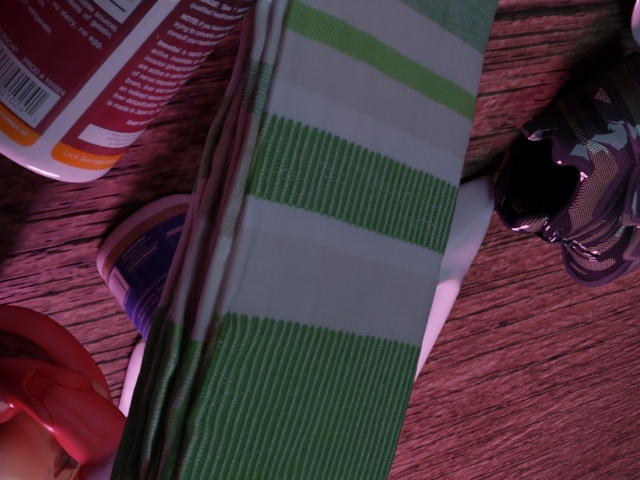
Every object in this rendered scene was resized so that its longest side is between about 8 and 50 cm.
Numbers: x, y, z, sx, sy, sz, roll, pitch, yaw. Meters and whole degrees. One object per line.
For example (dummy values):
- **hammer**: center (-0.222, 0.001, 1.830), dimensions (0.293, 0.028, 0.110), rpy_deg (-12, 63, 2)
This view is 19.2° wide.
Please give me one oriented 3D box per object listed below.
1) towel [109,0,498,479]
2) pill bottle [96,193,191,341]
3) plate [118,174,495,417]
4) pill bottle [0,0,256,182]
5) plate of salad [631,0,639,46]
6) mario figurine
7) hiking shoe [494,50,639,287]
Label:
- **towel**: center (0.000, 0.000, 0.858), dimensions (0.248, 0.038, 0.325), rpy_deg (16, 86, -64)
- **pill bottle**: center (-0.058, 0.040, 0.977), dimensions (0.067, 0.120, 0.067), rpy_deg (-31, 158, -14)
- **plate**: center (-0.014, 0.094, 1.261), dimensions (0.277, 0.045, 0.278), rpy_deg (-24, 155, -27)
- **pill bottle**: center (-0.071, -0.101, 0.719), dimensions (0.152, 0.086, 0.086), rpy_deg (-46, 157, 22)
- **plate of salad**: center (0.273, -0.179, 1.139), dimensions (0.200, 0.048, 0.200), rpy_deg (-31, 157, -14)
- **mario figurine**: center (-0.179, 0.096, 0.826), dimensions (0.170, 0.198, 0.320), rpy_deg (-48, 155, -6)
- **hiking shoe**: center (0.162, -0.035, 1.242), dimensions (0.114, 0.086, 0.227), rpy_deg (-19, 149, -10)
